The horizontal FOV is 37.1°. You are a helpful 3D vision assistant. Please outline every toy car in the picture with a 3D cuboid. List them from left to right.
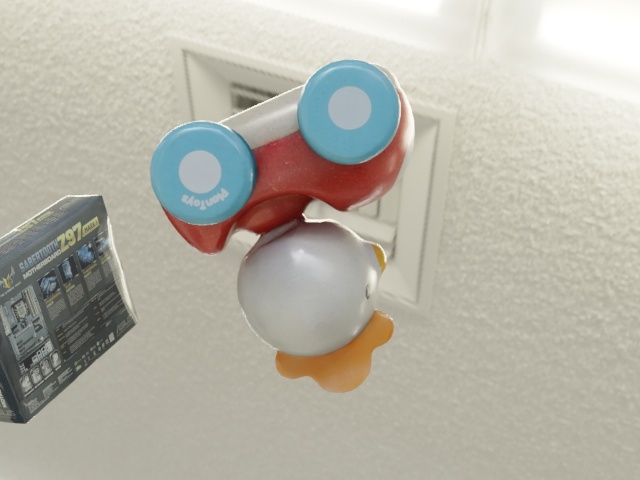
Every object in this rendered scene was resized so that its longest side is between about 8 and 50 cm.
[{"bbox_3d":[0.000,0.000,0.759,0.210,0.219,0.238,-23,-85,1],"label":"toy car"}]

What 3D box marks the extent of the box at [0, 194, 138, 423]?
[{"bbox_3d":[-0.318,0.072,1.115,0.059,0.233,0.183,1,-63,25],"label":"box"}]
